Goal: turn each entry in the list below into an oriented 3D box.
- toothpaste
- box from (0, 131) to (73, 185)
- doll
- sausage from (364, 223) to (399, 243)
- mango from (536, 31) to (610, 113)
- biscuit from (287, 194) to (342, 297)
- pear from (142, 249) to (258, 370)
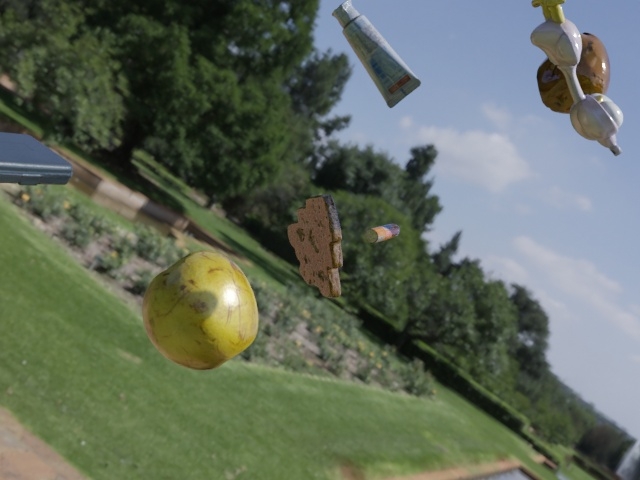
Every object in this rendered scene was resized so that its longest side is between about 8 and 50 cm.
[{"bbox_3d":[0.111,-0.397,1.803,0.234,0.089,0.057,54,27,1],"label":"toothpaste"},{"bbox_3d":[-0.614,-0.164,1.675,0.160,0.050,0.230,33,16,22],"label":"box"},{"bbox_3d":[0.525,-0.328,1.748,0.365,0.094,0.160,56,8,-14],"label":"doll"},{"bbox_3d":[0.131,-0.016,1.731,0.031,0.031,0.107,34,26,27],"label":"sausage"},{"bbox_3d":[0.648,-0.425,2.147,0.136,0.166,0.236,25,47,-29],"label":"mango"},{"bbox_3d":[0.001,0.000,2.229,0.043,0.302,0.278,-12,52,-26],"label":"biscuit"},{"bbox_3d":[-0.278,0.165,1.997,0.280,0.281,0.281,34,0,0],"label":"pear"}]
